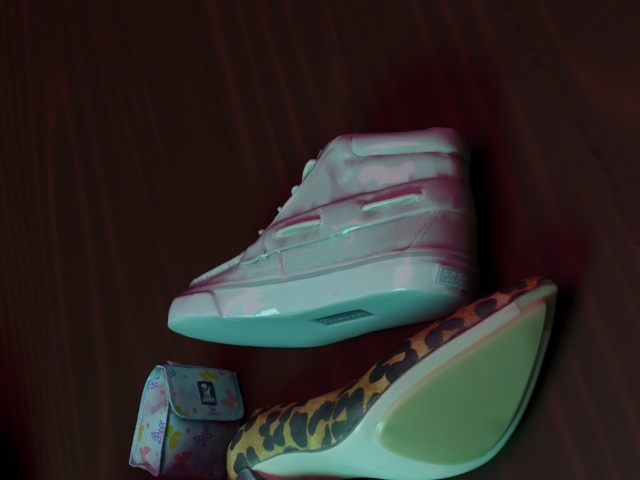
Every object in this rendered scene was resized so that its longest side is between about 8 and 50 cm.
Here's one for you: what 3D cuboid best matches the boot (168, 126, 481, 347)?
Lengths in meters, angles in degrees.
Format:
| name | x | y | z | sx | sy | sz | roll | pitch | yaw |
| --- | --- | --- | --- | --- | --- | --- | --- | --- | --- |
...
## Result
| name | x | y | z | sx | sy | sz | roll | pitch | yaw |
| --- | --- | --- | --- | --- | --- | --- | --- | --- | --- |
| boot | 0.000 | 0.000 | 0.790 | 0.258 | 0.095 | 0.123 | -12 | 65 | 37 |

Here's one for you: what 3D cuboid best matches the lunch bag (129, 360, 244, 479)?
| name | x | y | z | sx | sy | sz | roll | pitch | yaw |
| --- | --- | --- | --- | --- | --- | --- | --- | --- | --- |
| lunch bag | -0.099 | 0.137 | 0.863 | 0.053 | 0.071 | 0.083 | 4 | 82 | 50 |

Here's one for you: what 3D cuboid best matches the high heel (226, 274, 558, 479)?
| name | x | y | z | sx | sy | sz | roll | pitch | yaw |
| --- | --- | --- | --- | --- | --- | --- | --- | --- | --- |
| high heel | 0.033 | 0.091 | 0.735 | 0.261 | 0.093 | 0.186 | -49 | 25 | 10 |
